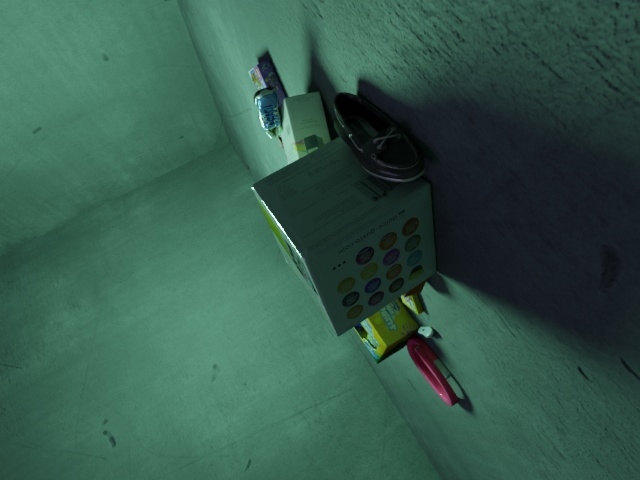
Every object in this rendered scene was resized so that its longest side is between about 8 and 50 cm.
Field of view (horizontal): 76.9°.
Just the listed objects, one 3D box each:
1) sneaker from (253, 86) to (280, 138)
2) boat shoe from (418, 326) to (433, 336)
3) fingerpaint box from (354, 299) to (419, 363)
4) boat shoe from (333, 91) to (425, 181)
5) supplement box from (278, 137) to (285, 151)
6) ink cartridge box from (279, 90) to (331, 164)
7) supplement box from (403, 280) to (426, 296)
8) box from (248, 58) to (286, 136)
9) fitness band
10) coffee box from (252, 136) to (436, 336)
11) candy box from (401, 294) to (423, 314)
[{"bbox_3d":[-0.157,-0.402,1.274,0.211,0.080,0.081,87,161,-75],"label":"sneaker"},{"bbox_3d":[0.381,0.328,1.428,0.035,0.035,0.100,33,166,-4],"label":"boat shoe"},{"bbox_3d":[0.199,0.277,1.754,0.445,0.163,0.371,56,166,23],"label":"fingerpaint box"},{"bbox_3d":[0.114,-0.244,0.923,0.335,0.112,0.096,54,173,46],"label":"boat shoe"},{"bbox_3d":[-0.155,-0.440,1.843,0.083,0.043,0.055,54,168,34],"label":"supplement box"},{"bbox_3d":[-0.037,-0.272,1.317,0.207,0.119,0.354,-164,60,-76],"label":"ink cartridge box"},{"bbox_3d":[0.229,0.067,1.264,0.233,0.080,0.078,50,142,39],"label":"supplement box"},{"bbox_3d":[-0.188,-0.562,1.632,0.294,0.057,0.201,65,169,-23],"label":"box"},{"bbox_3d":[0.437,0.511,1.588,0.291,0.054,0.209,54,168,36],"label":"fitness band"},{"bbox_3d":[0.070,-0.026,1.091,0.338,0.337,0.335,49,165,44],"label":"coffee box"},{"bbox_3d":[0.290,0.152,1.387,0.206,0.027,0.105,65,171,-25],"label":"candy box"}]
